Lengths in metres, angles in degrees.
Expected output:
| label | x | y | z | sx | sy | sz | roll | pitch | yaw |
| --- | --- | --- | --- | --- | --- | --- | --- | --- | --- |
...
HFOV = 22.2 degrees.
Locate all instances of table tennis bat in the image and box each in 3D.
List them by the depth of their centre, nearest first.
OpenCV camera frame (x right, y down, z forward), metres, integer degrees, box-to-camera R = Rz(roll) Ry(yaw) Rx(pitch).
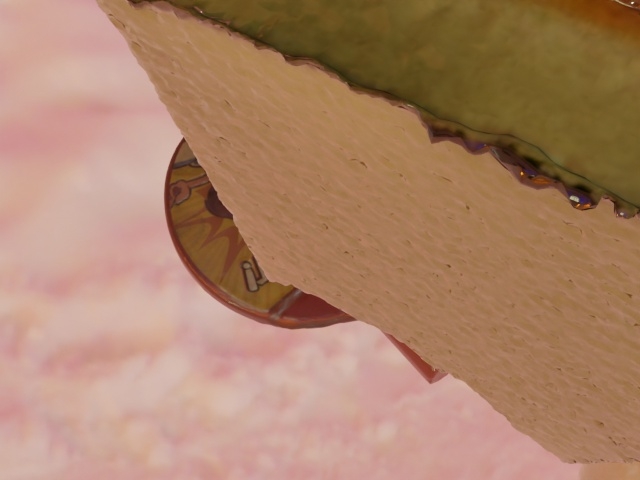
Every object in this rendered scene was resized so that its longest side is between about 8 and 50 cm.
| label | x | y | z | sx | sy | sz | roll | pitch | yaw |
| --- | --- | --- | --- | --- | --- | --- | --- | --- | --- |
| table tennis bat | 0.000 | 0.000 | 1.367 | 0.200 | 0.038 | 0.310 | -41 | 69 | -11 |

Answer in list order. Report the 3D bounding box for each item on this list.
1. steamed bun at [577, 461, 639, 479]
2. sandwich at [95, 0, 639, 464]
| label | x | y | z | sx | sy | sz | roll | pitch | yaw |
| --- | --- | --- | --- | --- | --- | --- | --- | --- | --- |
| steamed bun | 0.255 | 0.148 | 1.021 | 0.231 | 0.232 | 0.145 | -9 | 33 | -31 |
| sandwich | 0.075 | 0.008 | 0.432 | 0.245 | 0.212 | 0.063 | 29 | 74 | 25 |
